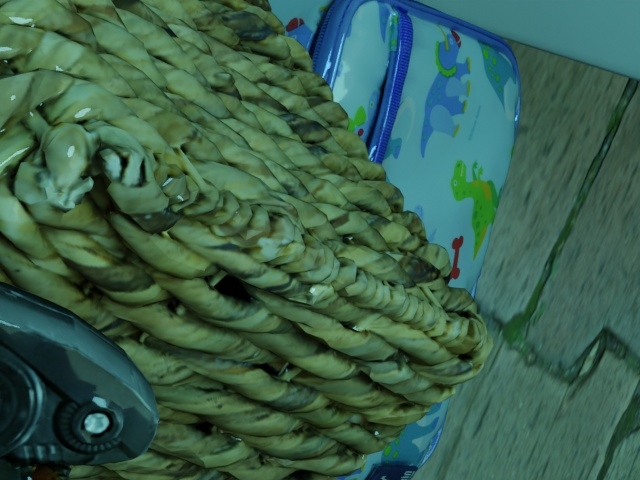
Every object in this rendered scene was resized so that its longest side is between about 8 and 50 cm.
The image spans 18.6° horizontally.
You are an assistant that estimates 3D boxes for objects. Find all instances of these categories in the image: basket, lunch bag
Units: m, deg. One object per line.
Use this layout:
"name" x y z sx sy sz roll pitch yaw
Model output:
"basket" -0.121 -0.013 0.602 0.213 0.223 0.299 -38 157 12
"lunch bag" 0.000 0.000 0.834 0.176 0.090 0.219 18 88 -56

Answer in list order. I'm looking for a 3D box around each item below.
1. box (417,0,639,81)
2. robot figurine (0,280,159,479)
"box" 0.242 -0.171 0.891 0.215 0.345 0.168 -41 143 -44
"robot figurine" -0.171 0.076 0.385 0.291 0.085 0.211 3 118 -19
